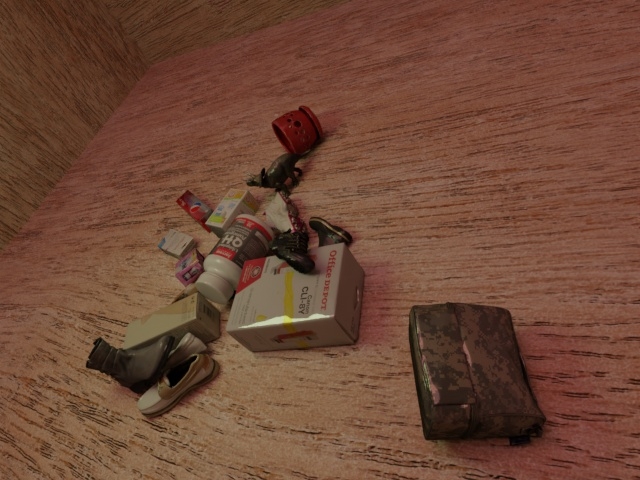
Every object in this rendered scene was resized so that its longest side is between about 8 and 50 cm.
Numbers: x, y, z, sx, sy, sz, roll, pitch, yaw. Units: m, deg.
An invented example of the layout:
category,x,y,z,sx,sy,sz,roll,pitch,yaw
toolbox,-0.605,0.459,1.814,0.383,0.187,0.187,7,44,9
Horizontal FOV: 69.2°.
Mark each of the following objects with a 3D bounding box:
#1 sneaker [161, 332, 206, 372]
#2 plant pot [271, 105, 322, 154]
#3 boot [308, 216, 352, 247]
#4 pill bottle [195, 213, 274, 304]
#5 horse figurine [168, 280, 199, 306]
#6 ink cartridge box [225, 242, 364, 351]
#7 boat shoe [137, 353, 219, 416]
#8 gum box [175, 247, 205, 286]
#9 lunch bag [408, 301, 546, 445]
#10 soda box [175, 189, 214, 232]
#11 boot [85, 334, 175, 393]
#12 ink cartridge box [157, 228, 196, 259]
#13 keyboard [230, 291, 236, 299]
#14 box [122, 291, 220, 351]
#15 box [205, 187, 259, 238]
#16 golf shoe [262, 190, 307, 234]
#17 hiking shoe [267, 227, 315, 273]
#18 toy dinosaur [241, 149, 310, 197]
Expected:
category,x,y,z,sx,sy,sz,roll,pitch,yaw
sneaker,-0.474,0.412,1.599,0.212,0.094,0.080,-45,20,25
plant pot,-0.096,-0.489,2.060,0.174,0.191,0.191,-35,43,-7
boot,0.000,0.000,1.661,0.198,0.077,0.137,25,74,44
pill bottle,-0.314,0.070,1.694,0.176,0.176,0.318,3,48,34
horse figurine,-0.492,0.207,1.763,0.263,0.066,0.174,-40,8,10
ink cartridge box,-0.075,0.184,1.479,0.384,0.160,0.279,-11,47,25
boat shoe,-0.490,0.467,1.536,0.302,0.103,0.113,-35,43,1
gum box,-0.518,0.106,1.851,0.107,0.062,0.188,-40,21,-5
lunch bag,0.350,0.303,1.075,0.256,0.212,0.305,-6,51,6
soda box,-0.557,-0.136,2.110,0.083,0.092,0.263,-47,44,-10
boot,-0.640,0.383,1.529,0.338,0.222,0.118,-46,20,31
ink cartridge box,-0.619,0.022,2.035,0.181,0.061,0.104,17,64,41
keyboard,-0.294,0.175,1.727,0.180,0.023,0.108,-26,44,11
box,-0.528,0.322,1.658,0.311,0.148,0.121,-23,43,11
box,-0.369,-0.110,1.962,0.114,0.103,0.203,12,61,38
golf shoe,-0.141,-0.065,1.790,0.140,0.115,0.306,-41,36,10
hiking shoe,-0.076,0.020,1.446,0.114,0.086,0.227,-47,40,-11
toy dinosaur,-0.159,-0.288,1.943,0.313,0.160,0.121,-37,43,0
